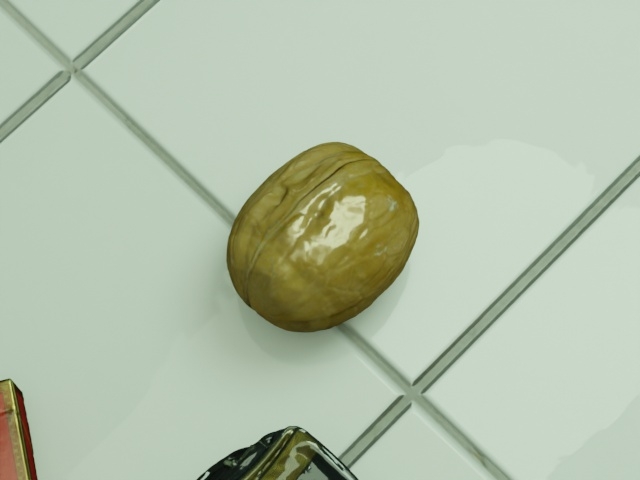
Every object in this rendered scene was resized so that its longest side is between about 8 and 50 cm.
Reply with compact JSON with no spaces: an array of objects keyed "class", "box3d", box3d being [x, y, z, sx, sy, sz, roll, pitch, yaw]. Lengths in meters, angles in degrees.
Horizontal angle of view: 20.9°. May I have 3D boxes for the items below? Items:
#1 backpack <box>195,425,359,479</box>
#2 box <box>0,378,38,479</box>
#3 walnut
[{"class":"backpack","box3d":[-0.063,0.311,1.618,0.258,0.133,0.206,-43,69,-8]},{"class":"box","box3d":[-0.344,0.267,1.669,0.153,0.074,0.239,-13,74,0]},{"class":"walnut","box3d":[0.000,0.000,1.708,0.165,0.165,0.197,36,76,11]}]
